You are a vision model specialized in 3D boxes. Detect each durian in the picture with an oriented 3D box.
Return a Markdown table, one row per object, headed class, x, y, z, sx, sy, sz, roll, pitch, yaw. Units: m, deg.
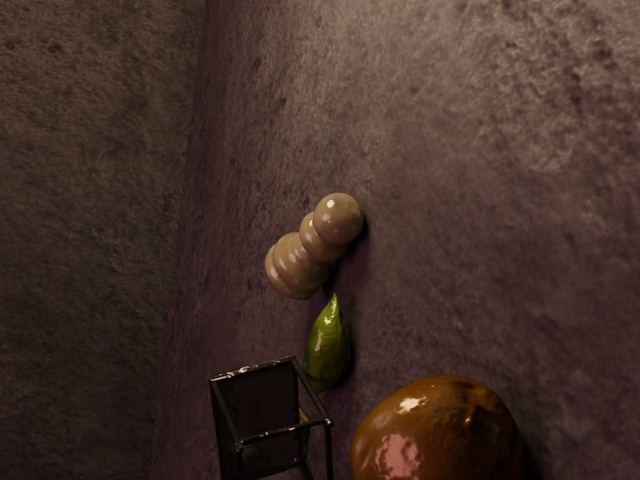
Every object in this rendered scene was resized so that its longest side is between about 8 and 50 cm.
| class | x | y | z | sx | sy | sz | roll | pitch | yaw |
| --- | --- | --- | --- | --- | --- | --- | --- | --- | --- |
| durian | 0.011 | 0.255 | 1.992 | 0.139 | 0.101 | 0.250 | -119 | 35 | -56 |

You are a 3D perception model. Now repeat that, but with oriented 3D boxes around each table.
| class | x | y | z | sx | sy | sz | roll | pitch | yaw |
| --- | --- | --- | --- | --- | --- | --- | --- | --- | --- |
| table | -0.109 | 0.496 | 1.954 | 0.272 | 0.222 | 0.335 | -130 | 32 | -57 |

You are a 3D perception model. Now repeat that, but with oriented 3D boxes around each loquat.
| class | x | y | z | sx | sy | sz | roll | pitch | yaw |
| --- | --- | --- | --- | --- | --- | --- | --- | --- | --- |
| loquat | 0.185 | 0.354 | 1.395 | 0.284 | 0.276 | 0.276 | 142 | 130 | -57 |

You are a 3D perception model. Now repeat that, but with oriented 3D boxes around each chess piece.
| class | x | y | z | sx | sy | sz | roll | pitch | yaw |
| --- | --- | --- | --- | --- | --- | --- | --- | --- | --- |
| chess piece | 0.000 | 0.000 | 2.045 | 0.300 | 0.167 | 0.167 | -48 | 42 | 42 |

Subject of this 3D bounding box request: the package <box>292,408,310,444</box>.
| class | x | y | z | sx | sy | sz | roll | pitch | yaw |
| --- | --- | --- | --- | --- | --- | --- | --- | --- | --- |
| package | -0.073 | 0.467 | 2.197 | 0.131 | 0.047 | 0.071 | -136 | 53 | -58 |
